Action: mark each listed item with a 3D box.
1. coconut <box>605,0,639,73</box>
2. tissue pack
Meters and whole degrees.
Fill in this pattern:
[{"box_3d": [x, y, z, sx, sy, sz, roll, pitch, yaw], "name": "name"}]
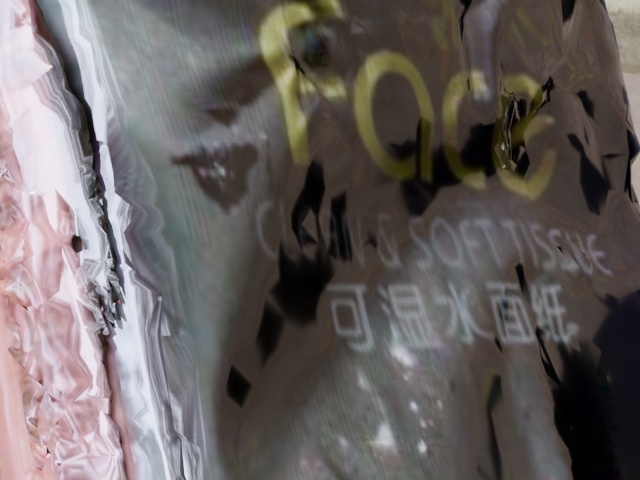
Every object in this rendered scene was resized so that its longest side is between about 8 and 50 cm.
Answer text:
[{"box_3d": [0.138, -0.213, 0.772, 0.237, 0.237, 0.265, 20, 129, 33], "name": "coconut"}, {"box_3d": [0.000, 0.000, 0.513, 0.123, 0.245, 0.332, -22, 74, 33], "name": "tissue pack"}]
